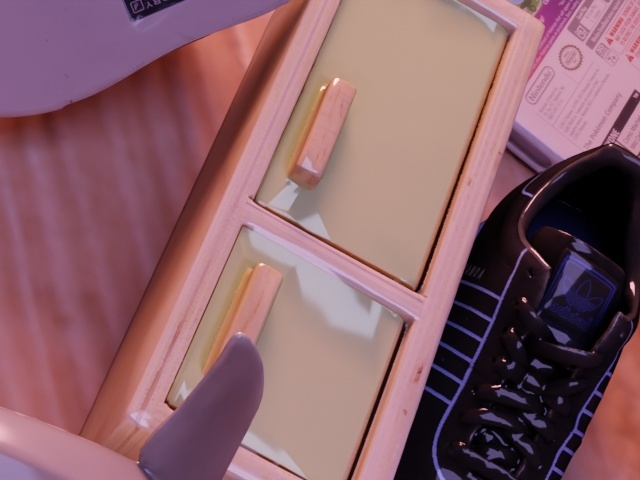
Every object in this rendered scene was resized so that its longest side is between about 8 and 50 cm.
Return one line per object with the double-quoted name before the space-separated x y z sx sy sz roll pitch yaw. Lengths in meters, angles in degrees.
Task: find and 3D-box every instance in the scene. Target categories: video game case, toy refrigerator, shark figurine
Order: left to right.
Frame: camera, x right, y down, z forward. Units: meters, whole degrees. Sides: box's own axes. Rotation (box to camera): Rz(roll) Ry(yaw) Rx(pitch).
"shark figurine" -0.117 0.100 0.601 0.278 0.166 0.116 18 26 -22
"toy refrigerator" 0.000 0.000 0.778 0.102 0.094 0.269 30 54 -10
"video game case" 0.118 -0.126 0.956 0.183 0.023 0.201 38 54 -4

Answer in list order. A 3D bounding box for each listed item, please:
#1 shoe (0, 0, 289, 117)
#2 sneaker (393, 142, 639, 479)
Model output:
"shoe" -0.091 -0.102 0.813 0.178 0.081 0.063 -21 107 -8
"sneaker" 0.076 0.055 0.789 0.081 0.090 0.232 30 53 -10
